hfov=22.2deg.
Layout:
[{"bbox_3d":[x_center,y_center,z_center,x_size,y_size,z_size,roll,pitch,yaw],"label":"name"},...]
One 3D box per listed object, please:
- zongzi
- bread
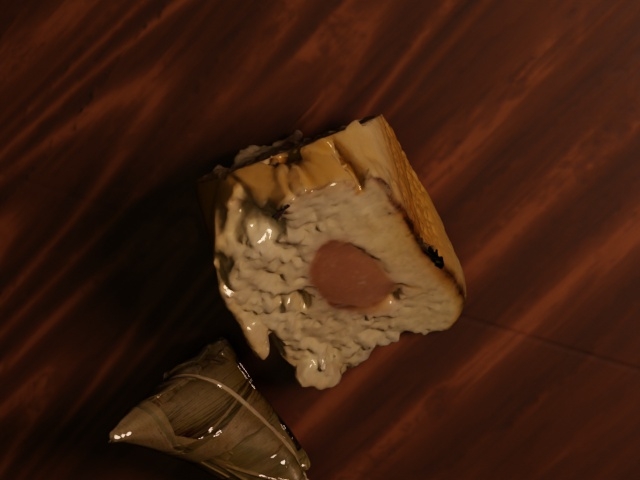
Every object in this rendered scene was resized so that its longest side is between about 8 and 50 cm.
[{"bbox_3d":[-0.089,0.200,1.435,0.081,0.178,0.189,-34,94,34],"label":"zongzi"},{"bbox_3d":[0.004,0.010,1.355,0.184,0.211,0.224,-26,91,9],"label":"bread"}]
